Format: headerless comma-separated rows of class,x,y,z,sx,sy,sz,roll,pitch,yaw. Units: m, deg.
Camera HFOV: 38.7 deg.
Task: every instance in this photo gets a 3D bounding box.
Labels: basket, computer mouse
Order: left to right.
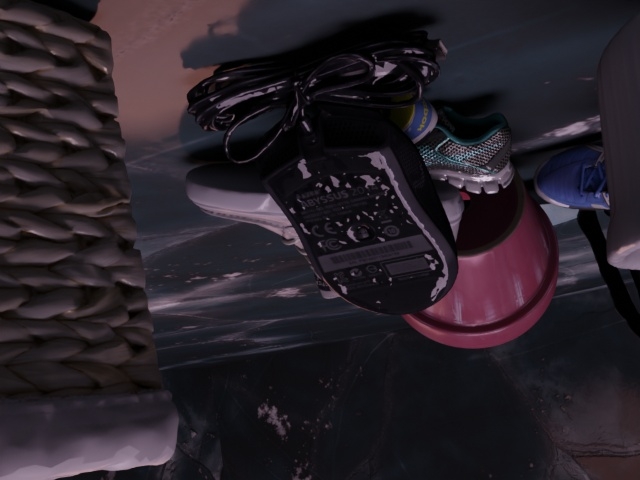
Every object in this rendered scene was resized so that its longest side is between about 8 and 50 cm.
basket,-0.309,0.019,0.469,0.328,0.267,0.331,-16,168,32
computer mouse,0.034,-0.049,0.717,0.188,0.072,0.272,-10,133,20

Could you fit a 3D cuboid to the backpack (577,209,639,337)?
backpack,0.474,0.026,1.160,0.213,0.264,0.276,-15,167,27

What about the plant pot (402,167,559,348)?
plant pot,0.158,-0.003,0.989,0.201,0.201,0.180,-10,154,8

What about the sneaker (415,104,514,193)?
sneaker,0.093,-0.091,0.814,0.166,0.065,0.076,2,136,1

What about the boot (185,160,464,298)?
boot,0.000,0.000,0.857,0.258,0.123,0.095,6,-156,2

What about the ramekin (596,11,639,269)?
ramekin,0.296,-0.074,0.528,0.277,0.135,0.277,-7,169,-1

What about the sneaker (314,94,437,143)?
sneaker,0.037,-0.087,0.775,0.144,0.053,0.059,-17,169,41

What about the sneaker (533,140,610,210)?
sneaker,0.328,-0.071,0.963,0.211,0.080,0.081,-2,179,26

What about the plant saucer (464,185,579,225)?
plant saucer,0.267,-0.042,1.241,0.194,0.037,0.195,-9,169,-2
